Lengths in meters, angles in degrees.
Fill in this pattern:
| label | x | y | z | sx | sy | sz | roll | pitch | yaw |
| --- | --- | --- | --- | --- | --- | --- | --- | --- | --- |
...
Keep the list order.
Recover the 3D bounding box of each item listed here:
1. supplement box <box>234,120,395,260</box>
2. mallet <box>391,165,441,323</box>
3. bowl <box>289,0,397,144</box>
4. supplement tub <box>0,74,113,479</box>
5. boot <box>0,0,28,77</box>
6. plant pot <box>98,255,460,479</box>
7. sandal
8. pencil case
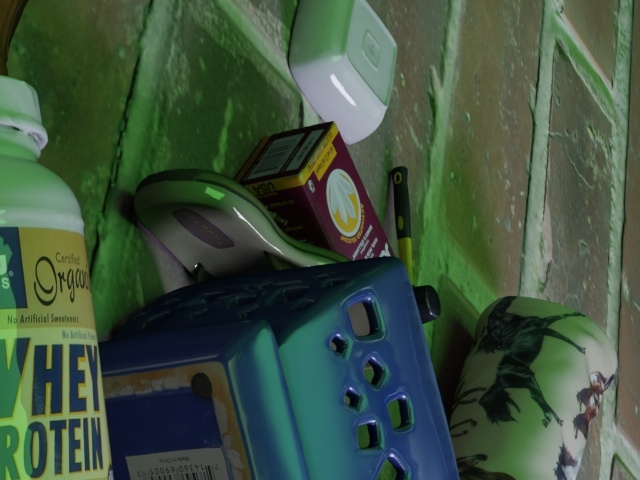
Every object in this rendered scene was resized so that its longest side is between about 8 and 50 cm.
| label | x | y | z | sx | sy | sz | roll | pitch | yaw |
| --- | --- | --- | --- | --- | --- | --- | --- | --- | --- |
| supplement box | 0.000 | 0.000 | 1.658 | 0.188 | 0.080 | 0.104 | 65 | 31 | -24 |
| mallet | 0.078 | 0.009 | 1.853 | 0.039 | 0.062 | 0.190 | 43 | 30 | -49 |
| bowl | 0.030 | -0.187 | 1.810 | 0.142 | 0.053 | 0.142 | 48 | 40 | -40 |
| supplement tub | -0.243 | 0.075 | 1.045 | 0.228 | 0.228 | 0.316 | 4 | 77 | -60 |
| boot | -0.224 | -0.129 | 1.291 | 0.264 | 0.096 | 0.281 | 5 | 77 | -61 |
| plant pot | -0.056 | 0.153 | 1.357 | 0.212 | 0.236 | 0.236 | -18 | 97 | -56 |
| sandal | -0.051 | 0.044 | 1.523 | 0.302 | 0.120 | 0.086 | 36 | 45 | -39 |
| pencil case | 0.200 | 0.236 | 1.851 | 0.410 | 0.159 | 0.184 | -67 | 146 | -46 |
